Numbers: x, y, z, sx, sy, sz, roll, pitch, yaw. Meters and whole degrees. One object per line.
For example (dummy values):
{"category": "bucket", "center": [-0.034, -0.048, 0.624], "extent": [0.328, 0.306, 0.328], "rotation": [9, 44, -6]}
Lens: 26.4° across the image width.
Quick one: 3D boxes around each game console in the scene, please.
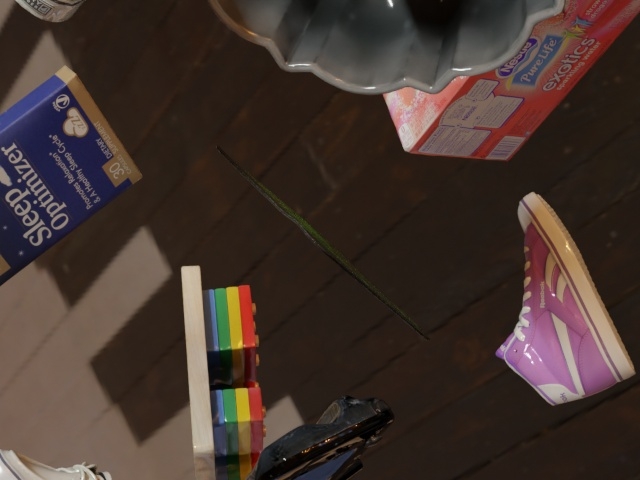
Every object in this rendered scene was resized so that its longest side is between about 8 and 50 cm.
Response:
{"category": "game console", "center": [-0.044, 0.203, 1.022], "extent": [0.044, 0.213, 0.361], "rotation": [52, 155, 12]}

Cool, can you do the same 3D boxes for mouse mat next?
{"category": "mouse mat", "center": [0.000, 0.000, 1.057], "extent": [0.152, 0.007, 0.189], "rotation": [40, -179, -38]}

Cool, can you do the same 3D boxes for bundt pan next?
{"category": "bundt pan", "center": [0.051, -0.283, 1.056], "extent": [0.330, 0.124, 0.331], "rotation": [9, 128, 12]}

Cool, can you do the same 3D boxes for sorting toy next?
{"category": "sorting toy", "center": [-0.118, 0.204, 1.715], "extent": [0.255, 0.089, 0.257], "rotation": [93, 170, -55]}

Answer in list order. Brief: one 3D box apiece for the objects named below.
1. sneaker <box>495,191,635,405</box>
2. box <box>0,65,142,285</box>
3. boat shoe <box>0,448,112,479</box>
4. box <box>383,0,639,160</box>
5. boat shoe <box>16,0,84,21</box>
{"category": "sneaker", "center": [0.288, 0.082, 1.823], "extent": [0.161, 0.102, 0.282], "rotation": [-26, 69, 15]}
{"category": "box", "center": [-0.293, -0.045, 1.295], "extent": [0.036, 0.225, 0.136], "rotation": [39, 164, 49]}
{"category": "boat shoe", "center": [-0.297, 0.323, 1.706], "extent": [0.267, 0.088, 0.096], "rotation": [41, 179, -25]}
{"category": "box", "center": [0.202, -0.233, 1.489], "extent": [0.300, 0.154, 0.142], "rotation": [-53, 47, 44]}
{"category": "boat shoe", "center": [-0.151, -0.228, 0.937], "extent": [0.077, 0.219, 0.070], "rotation": [38, 122, -23]}
